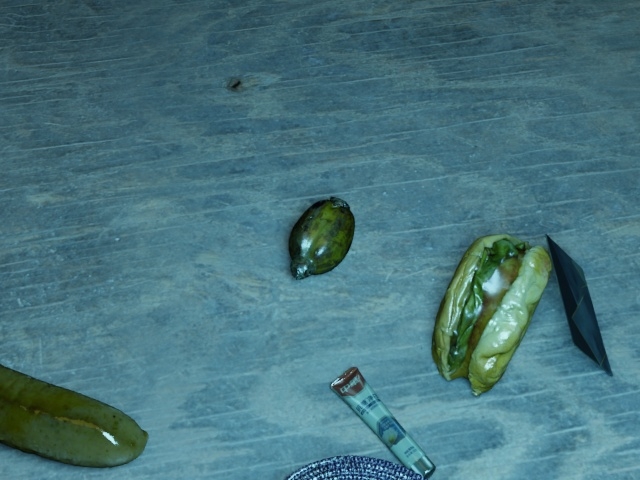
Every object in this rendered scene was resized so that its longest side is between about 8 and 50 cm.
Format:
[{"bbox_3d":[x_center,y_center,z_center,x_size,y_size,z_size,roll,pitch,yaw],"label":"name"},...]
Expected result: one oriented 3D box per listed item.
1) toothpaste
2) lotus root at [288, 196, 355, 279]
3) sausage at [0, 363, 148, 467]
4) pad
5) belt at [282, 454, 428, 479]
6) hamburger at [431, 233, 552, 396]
[{"bbox_3d":[0.110,0.318,1.421,0.062,0.039,0.239,-35,57,-15],"label":"toothpaste"},{"bbox_3d":[0.000,0.000,1.619,0.120,0.120,0.210,21,57,16],"label":"lotus root"},{"bbox_3d":[-0.536,0.283,1.407,0.500,0.123,0.136,18,26,14],"label":"sausage"},{"bbox_3d":[0.478,0.118,1.510,0.004,0.163,0.243,-28,47,29],"label":"pad"},{"bbox_3d":[0.066,0.468,1.256,0.324,0.122,0.260,13,50,12],"label":"belt"},{"bbox_3d":[0.319,0.091,1.485,0.162,0.209,0.330,27,56,19],"label":"hamburger"}]
